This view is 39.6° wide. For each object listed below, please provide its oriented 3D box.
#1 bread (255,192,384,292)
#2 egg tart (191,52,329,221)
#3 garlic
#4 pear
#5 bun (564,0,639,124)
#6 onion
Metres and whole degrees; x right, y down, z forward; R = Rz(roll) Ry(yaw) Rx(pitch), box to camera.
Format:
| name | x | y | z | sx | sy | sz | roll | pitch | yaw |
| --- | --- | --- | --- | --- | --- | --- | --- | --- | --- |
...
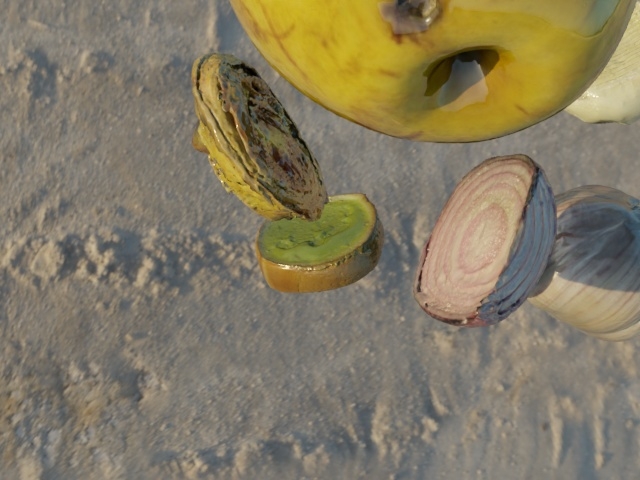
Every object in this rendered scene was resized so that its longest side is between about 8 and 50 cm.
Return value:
| name | x | y | z | sx | sy | sz | roll | pitch | yaw |
| --- | --- | --- | --- | --- | --- | --- | --- | --- | --- |
| bread | 0.000 | 0.000 | 1.550 | 0.236 | 0.236 | 0.070 | -44 | 134 | -34 |
| egg tart | -0.100 | -0.132 | 1.274 | 0.297 | 0.132 | 0.297 | 48 | 21 | -25 |
| garlic | 0.508 | 0.036 | 1.615 | 0.317 | 0.259 | 0.317 | 37 | 20 | -16 |
| pear | 0.063 | -0.193 | 0.533 | 0.281 | 0.281 | 0.280 | 11 | 64 | -23 |
| bun | 0.355 | -0.211 | 1.092 | 0.183 | 0.102 | 0.183 | -9 | 53 | 12 |
| onion | 0.240 | 0.012 | 1.234 | 0.111 | 0.247 | 0.250 | 26 | 85 | -17 |
